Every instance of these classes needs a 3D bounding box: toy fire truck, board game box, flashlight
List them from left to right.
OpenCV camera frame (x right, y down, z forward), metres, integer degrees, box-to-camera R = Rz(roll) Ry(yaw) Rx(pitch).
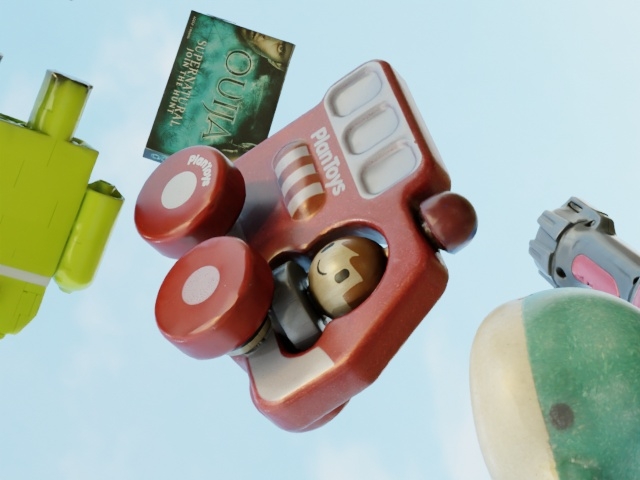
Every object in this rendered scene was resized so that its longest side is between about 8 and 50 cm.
[{"bbox_3d":[-0.109,-0.155,1.687,0.126,0.026,0.186,17,-116,-5],"label":"board game box"},{"bbox_3d":[0.000,0.000,1.280,0.169,0.254,0.302,44,-163,-39],"label":"toy fire truck"},{"bbox_3d":[0.305,0.058,1.555,0.304,0.103,0.103,45,158,63],"label":"flashlight"}]

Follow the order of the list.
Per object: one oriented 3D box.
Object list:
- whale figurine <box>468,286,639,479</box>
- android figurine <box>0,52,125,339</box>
[{"bbox_3d":[0.197,0.162,1.037,0.216,0.141,0.272,-10,-98,-77],"label":"whale figurine"},{"bbox_3d":[-0.290,-0.023,1.271,0.248,0.273,0.056,20,-174,-33],"label":"android figurine"}]
